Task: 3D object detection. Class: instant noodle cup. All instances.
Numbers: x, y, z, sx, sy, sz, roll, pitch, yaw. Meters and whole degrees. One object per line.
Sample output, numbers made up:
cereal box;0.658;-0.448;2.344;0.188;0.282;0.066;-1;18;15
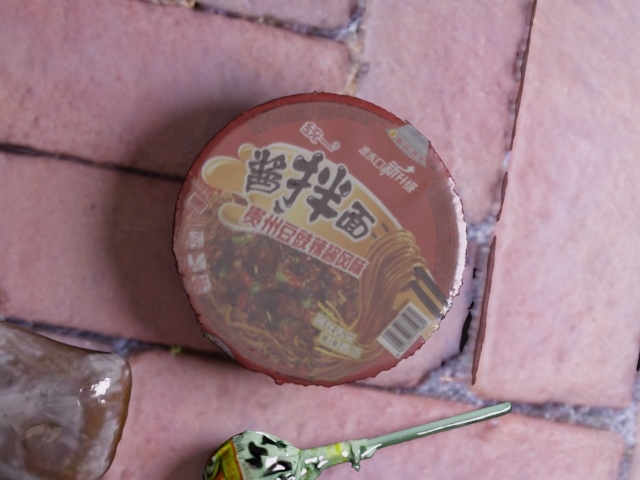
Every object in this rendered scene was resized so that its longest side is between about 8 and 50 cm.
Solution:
instant noodle cup;0.000;0.000;1.748;0.274;0.091;0.274;0;89;0

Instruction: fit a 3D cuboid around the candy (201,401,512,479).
candy;0.037;0.200;1.764;0.305;0.083;0.091;-13;126;-10

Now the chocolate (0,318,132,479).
chocolate;-0.310;0.152;1.744;0.254;0.080;0.157;17;88;0
